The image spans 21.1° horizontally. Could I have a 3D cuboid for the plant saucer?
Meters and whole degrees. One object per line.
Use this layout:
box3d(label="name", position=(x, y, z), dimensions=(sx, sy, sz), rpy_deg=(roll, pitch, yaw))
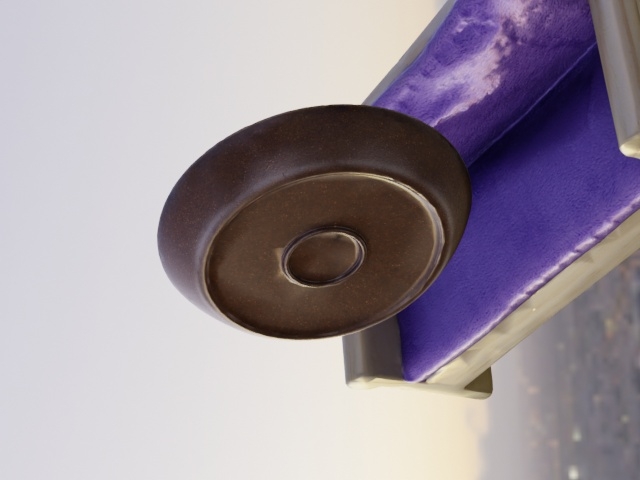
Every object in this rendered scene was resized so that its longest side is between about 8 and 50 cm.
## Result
box3d(label="plant saucer", position=(0.000, 0.000, 0.897), dimensions=(0.168, 0.169, 0.029), rpy_deg=(81, 176, -47))

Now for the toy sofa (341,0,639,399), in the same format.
box3d(label="toy sofa", position=(0.115, -0.035, 1.143), dimensions=(0.362, 0.177, 0.150), rpy_deg=(-46, 42, 50))
